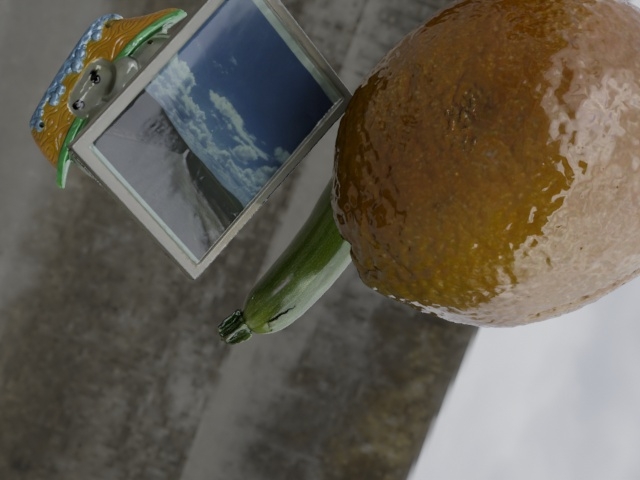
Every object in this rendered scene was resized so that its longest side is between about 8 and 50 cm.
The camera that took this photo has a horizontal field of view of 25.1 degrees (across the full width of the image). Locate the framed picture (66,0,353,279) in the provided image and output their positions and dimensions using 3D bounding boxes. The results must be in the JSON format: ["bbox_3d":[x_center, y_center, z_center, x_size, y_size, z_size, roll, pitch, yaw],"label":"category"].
[{"bbox_3d":[-0.099,-0.114,1.374,0.260,0.189,0.023,-50,-151,-19],"label":"framed picture"}]

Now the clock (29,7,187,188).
[{"bbox_3d":[-0.211,-0.150,1.541,0.231,0.144,0.103,-58,-177,0],"label":"clock"}]

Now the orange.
[{"bbox_3d":[0.181,-0.076,1.346,0.357,0.322,0.322,-33,-164,10],"label":"orange"}]

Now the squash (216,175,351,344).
[{"bbox_3d":[0.002,0.002,1.659,0.318,0.080,0.071,-54,156,-6],"label":"squash"}]
